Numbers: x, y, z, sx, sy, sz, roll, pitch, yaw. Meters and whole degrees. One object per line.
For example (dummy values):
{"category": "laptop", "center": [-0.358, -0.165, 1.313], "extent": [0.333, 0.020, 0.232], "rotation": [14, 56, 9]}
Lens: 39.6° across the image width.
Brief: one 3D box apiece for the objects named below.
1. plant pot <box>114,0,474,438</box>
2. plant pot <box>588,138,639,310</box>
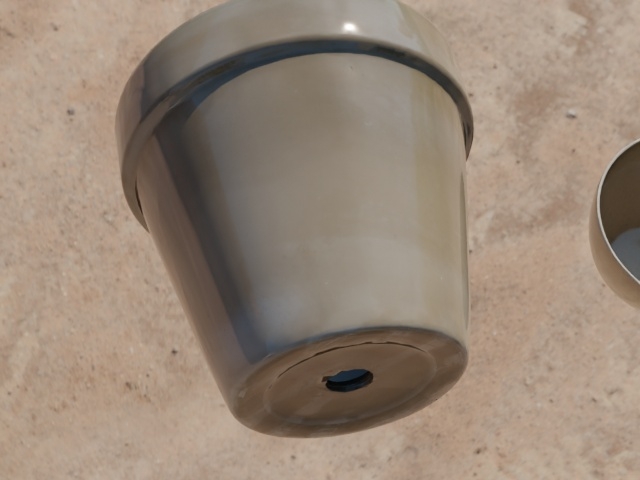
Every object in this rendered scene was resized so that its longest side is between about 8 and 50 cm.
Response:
{"category": "plant pot", "center": [0.000, 0.000, 0.752], "extent": [0.323, 0.323, 0.280], "rotation": [-5, 55, -13]}
{"category": "plant pot", "center": [0.528, 0.005, 1.337], "extent": [0.284, 0.191, 0.284], "rotation": [1, 66, -2]}
